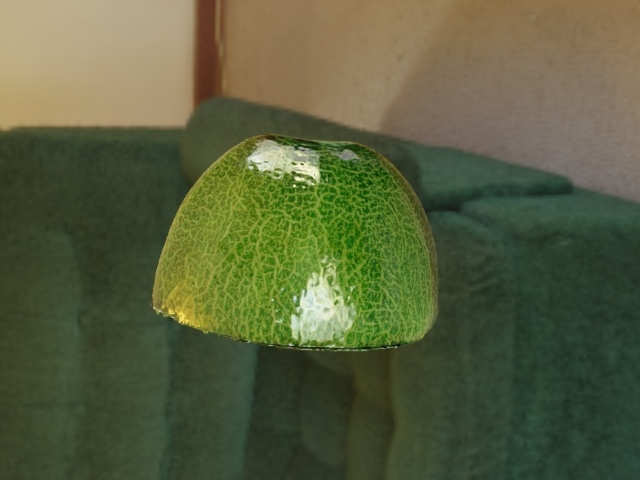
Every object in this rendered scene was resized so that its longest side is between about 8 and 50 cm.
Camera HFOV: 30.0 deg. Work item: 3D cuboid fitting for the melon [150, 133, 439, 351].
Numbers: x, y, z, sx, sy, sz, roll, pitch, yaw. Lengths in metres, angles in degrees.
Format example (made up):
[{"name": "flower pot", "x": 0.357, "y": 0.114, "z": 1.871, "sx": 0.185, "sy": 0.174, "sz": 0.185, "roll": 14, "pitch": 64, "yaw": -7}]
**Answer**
[{"name": "melon", "x": 0.000, "y": 0.000, "z": 1.017, "sx": 0.129, "sy": 0.265, "sz": 0.169, "roll": -150, "pitch": 63, "yaw": -70}]
